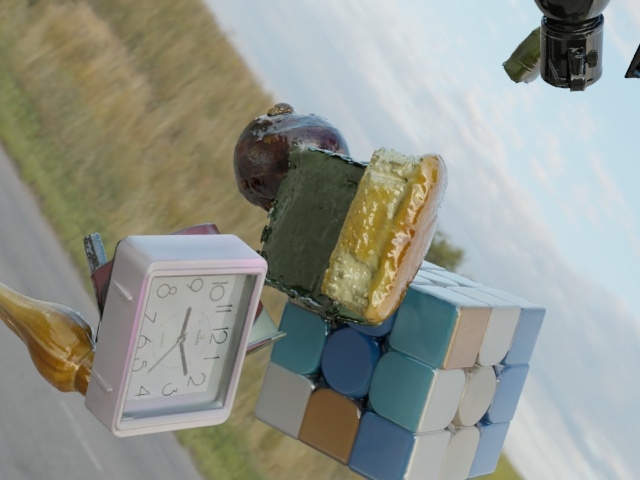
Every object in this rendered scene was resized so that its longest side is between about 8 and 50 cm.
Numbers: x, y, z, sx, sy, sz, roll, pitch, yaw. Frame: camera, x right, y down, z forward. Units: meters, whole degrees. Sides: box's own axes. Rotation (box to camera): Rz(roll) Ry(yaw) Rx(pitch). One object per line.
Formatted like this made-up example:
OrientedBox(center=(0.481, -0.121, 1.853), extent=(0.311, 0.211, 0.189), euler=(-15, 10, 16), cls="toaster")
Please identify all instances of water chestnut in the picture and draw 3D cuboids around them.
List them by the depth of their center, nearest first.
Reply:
OrientedBox(center=(-0.044, -0.127, 2.130), extent=(0.223, 0.224, 0.238), euler=(63, 21, -75), cls="water chestnut")

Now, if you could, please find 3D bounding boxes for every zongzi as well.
OrientedBox(center=(0.413, -0.355, 2.129), extent=(0.062, 0.154, 0.130), euler=(49, 25, 21), cls="zongzi")

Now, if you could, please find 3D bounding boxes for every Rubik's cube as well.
OrientedBox(center=(0.145, 0.218, 2.071), extent=(0.347, 0.344, 0.347), euler=(22, 10, 36), cls="Rubik's cube")

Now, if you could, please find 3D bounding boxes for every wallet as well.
OrientedBox(center=(-0.395, 0.116, 2.143), extent=(0.149, 0.044, 0.250), euler=(-119, -162, -52), cls="wallet")

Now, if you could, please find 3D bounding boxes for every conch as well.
OrientedBox(center=(-0.379, 0.112, 1.576), extent=(0.330, 0.093, 0.109), euler=(43, -6, 20), cls="conch")

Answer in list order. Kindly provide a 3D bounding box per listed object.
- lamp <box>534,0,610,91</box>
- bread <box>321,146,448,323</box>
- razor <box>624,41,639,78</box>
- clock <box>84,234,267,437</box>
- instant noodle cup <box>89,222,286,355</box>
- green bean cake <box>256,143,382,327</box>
OrientedBox(center=(0.390, -0.323, 1.787), extent=(0.172, 0.147, 0.227), euler=(-88, 171, -53), cls="lamp")
OrientedBox(center=(0.090, -0.012, 1.547), extent=(0.121, 0.245, 0.174), euler=(24, 3, 2), cls="bread")
OrientedBox(center=(0.544, -0.187, 1.660), extent=(0.253, 0.042, 0.082), euler=(40, -30, 18), cls="razor")
OrientedBox(center=(-0.147, 0.095, 1.173), extent=(0.150, 0.197, 0.063), euler=(0, 23, -40), cls="clock")
OrientedBox(center=(-0.183, 0.093, 1.505), extent=(0.235, 0.235, 0.178), euler=(75, -9, -85), cls="instant noodle cup")
OrientedBox(center=(0.023, -0.009, 1.770), extent=(0.132, 0.241, 0.255), euler=(16, 2, -38), cls="green bean cake")
